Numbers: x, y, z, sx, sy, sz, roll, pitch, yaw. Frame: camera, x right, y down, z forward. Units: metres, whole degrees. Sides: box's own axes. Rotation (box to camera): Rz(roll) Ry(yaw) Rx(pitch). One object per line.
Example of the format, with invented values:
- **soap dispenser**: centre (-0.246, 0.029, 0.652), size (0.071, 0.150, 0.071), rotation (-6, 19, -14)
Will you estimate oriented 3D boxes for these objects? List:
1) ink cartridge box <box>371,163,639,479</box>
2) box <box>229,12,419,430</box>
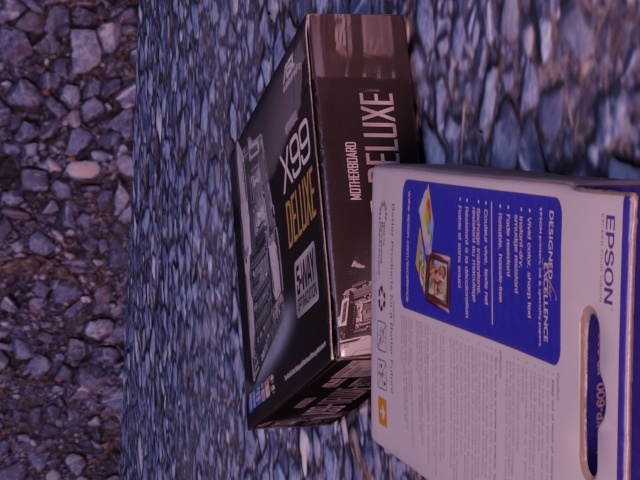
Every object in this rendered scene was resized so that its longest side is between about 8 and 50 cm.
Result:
- **ink cartridge box**: centre (0.101, 0.052, 0.786), size (0.371, 0.069, 0.175), rotation (-160, 69, -77)
- **box**: centre (0.000, 0.000, 1.152), size (0.307, 0.076, 0.242), rotation (132, 135, -70)
